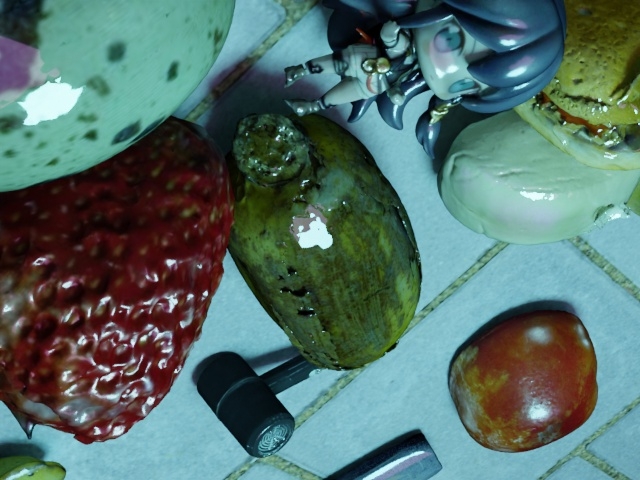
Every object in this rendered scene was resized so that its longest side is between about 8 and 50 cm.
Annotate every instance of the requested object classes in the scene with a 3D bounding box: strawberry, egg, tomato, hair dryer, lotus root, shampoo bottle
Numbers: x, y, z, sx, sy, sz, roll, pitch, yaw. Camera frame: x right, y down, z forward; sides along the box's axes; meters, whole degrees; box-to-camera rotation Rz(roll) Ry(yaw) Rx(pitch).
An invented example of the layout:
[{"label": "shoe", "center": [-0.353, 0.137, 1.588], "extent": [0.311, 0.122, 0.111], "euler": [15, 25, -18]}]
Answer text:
[{"label": "strawberry", "center": [-0.239, 0.036, 1.425], "extent": [0.292, 0.292, 0.310], "euler": [11, 130, -36]}, {"label": "egg", "center": [-0.252, -0.188, 1.196], "extent": [0.379, 0.287, 0.287], "euler": [-18, 138, -32]}, {"label": "tomato", "center": [0.287, 0.214, 1.974], "extent": [0.200, 0.139, 0.233], "euler": [-17, 137, -4]}, {"label": "hair dryer", "center": [-0.032, 0.174, 1.798], "extent": [0.219, 0.124, 0.071], "euler": [-26, 143, -28]}, {"label": "lotus root", "center": [0.000, 0.000, 1.597], "extent": [0.196, 0.179, 0.397], "euler": [-42, 143, -10]}, {"label": "shampoo bottle", "center": [0.058, 0.353, 2.048], "extent": [0.234, 0.049, 0.087], "euler": [-29, 135, 0]}]

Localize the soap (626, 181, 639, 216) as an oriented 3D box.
[{"label": "soap", "center": [0.550, -0.148, 1.760], "extent": [0.293, 0.156, 0.335], "euler": [-8, 133, -26]}]

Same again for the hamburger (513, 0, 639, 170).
[{"label": "hamburger", "center": [0.302, -0.200, 1.533], "extent": [0.244, 0.244, 0.163], "euler": [-23, 155, -7]}]

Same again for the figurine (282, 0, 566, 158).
[{"label": "figurine", "center": [0.106, -0.204, 1.416], "extent": [0.265, 0.197, 0.175], "euler": [8, 162, 14]}]

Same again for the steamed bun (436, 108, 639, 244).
[{"label": "steamed bun", "center": [0.260, -0.070, 1.649], "extent": [0.239, 0.152, 0.170], "euler": [-18, 161, -11]}]

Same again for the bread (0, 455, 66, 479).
[{"label": "bread", "center": [-0.390, 0.317, 1.772], "extent": [0.188, 0.065, 0.149], "euler": [-40, 147, 7]}]
